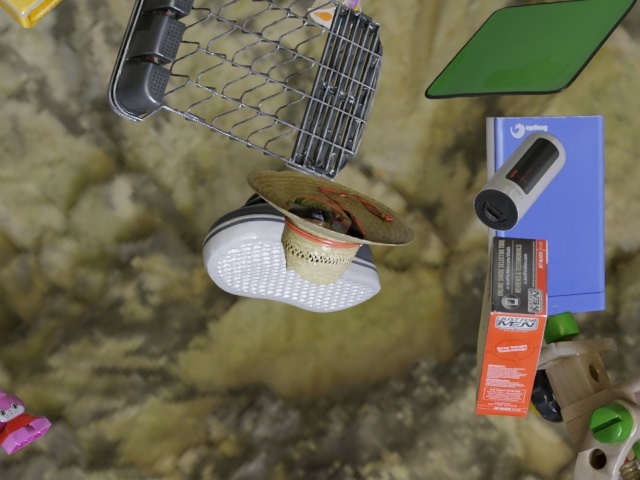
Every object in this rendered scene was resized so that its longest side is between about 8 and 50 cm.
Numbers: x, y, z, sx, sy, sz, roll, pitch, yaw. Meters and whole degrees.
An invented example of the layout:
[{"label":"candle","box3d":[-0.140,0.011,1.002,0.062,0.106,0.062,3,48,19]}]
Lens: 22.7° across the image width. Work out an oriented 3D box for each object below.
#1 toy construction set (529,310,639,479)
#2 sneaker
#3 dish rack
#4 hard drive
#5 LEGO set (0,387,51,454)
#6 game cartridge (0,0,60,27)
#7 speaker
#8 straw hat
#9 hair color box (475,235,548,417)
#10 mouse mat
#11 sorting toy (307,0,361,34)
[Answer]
[{"label":"toy construction set","box3d":[0.337,0.146,1.505,0.309,0.237,0.257,-11,155,-27]},{"label":"sneaker","box3d":[-0.042,-0.009,1.731,0.126,0.321,0.127,-22,-109,17]},{"label":"dish rack","box3d":[-0.065,-0.186,1.656,0.074,0.271,0.208,2,-108,60]},{"label":"hard drive","box3d":[0.364,-0.041,2.564,0.210,0.318,0.040,-3,-175,-27]},{"label":"LEGO set","box3d":[-0.362,0.195,1.413,0.227,0.093,0.087,-29,163,-52]},{"label":"game cartridge","box3d":[-0.349,-0.443,1.844,0.285,0.324,0.052,-44,168,-13]},{"label":"speaker","box3d":[0.221,-0.066,1.768,0.055,0.055,0.136,-22,-164,43]},{"label":"straw hat","box3d":[0.000,0.000,1.214,0.144,0.144,0.061,-113,-137,-68]},{"label":"hair color box","box3d":[0.143,0.067,1.201,0.043,0.141,0.072,4,-126,4]},{"label":"mouse mat","box3d":[0.205,-0.189,1.568,0.190,0.007,0.152,5,-134,48]},{"label":"sorting toy","box3d":[0.030,-0.289,1.965,0.045,0.075,0.083,28,-106,24]}]
